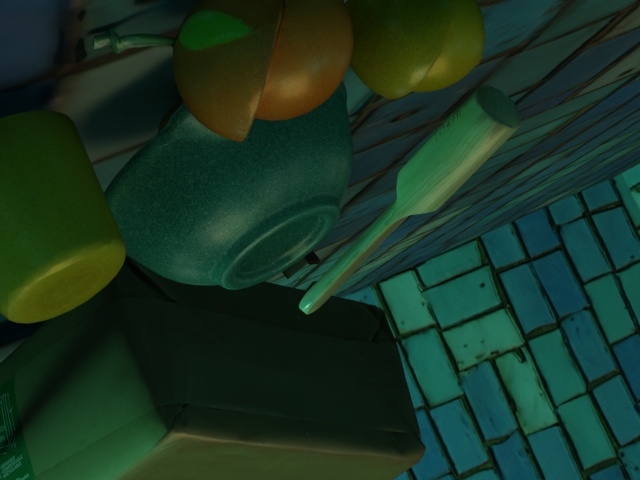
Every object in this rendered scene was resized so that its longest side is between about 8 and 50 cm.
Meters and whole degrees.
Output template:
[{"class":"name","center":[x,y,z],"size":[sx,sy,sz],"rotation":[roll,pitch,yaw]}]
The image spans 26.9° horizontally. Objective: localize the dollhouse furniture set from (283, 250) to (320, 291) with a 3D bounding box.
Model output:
[{"class":"dollhouse furniture set","center":[0.000,0.000,1.238],"size":[0.081,0.091,0.114],"rotation":[-39,177,-10]}]

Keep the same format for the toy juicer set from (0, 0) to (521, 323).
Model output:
[{"class":"toy juicer set","center":[-0.013,-0.053,0.614],"size":[0.209,0.089,0.329],"rotation":[-40,162,17]}]

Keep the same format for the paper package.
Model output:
[{"class":"paper package","center":[-0.133,0.178,1.152],"size":[0.309,0.168,0.325],"rotation":[15,136,-45]}]
